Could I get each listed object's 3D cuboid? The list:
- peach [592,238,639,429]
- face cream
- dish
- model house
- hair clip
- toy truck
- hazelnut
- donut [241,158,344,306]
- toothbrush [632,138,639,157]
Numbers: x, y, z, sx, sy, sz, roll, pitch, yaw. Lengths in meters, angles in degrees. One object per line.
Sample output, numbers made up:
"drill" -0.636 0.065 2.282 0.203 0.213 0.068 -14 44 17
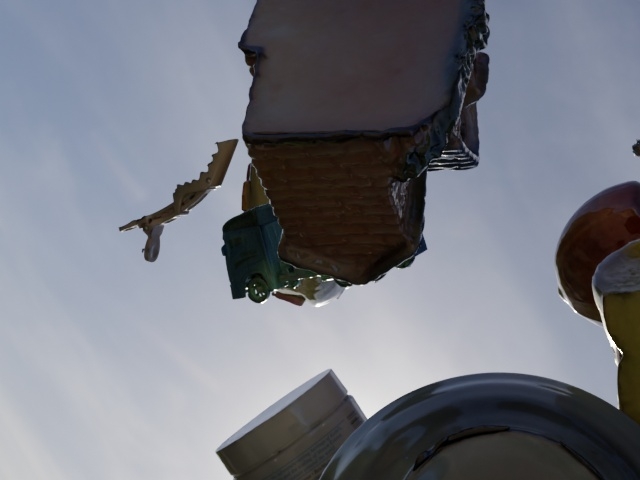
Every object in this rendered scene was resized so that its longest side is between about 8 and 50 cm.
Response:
"peach" 0.445 0.094 1.009 0.380 0.306 0.243 -12 -83 19
"face cream" -0.015 0.265 1.410 0.153 0.177 0.177 55 -27 0
"dish" 0.137 0.233 0.869 0.316 0.316 0.106 49 -11 20
"model house" 0.037 -0.072 0.816 0.166 0.183 0.172 1 -42 16
"hair clip" -0.184 -0.055 1.623 0.226 0.034 0.072 -38 -102 19
"toy truck" 0.000 0.000 0.972 0.175 0.067 0.081 -11 -84 32
"hazelnut" 0.411 0.029 1.549 0.214 0.214 0.176 65 17 -11
"donut" -0.016 -0.066 1.612 0.150 0.307 0.371 6 -23 6
"toothbrush" 0.667 -0.110 1.712 0.413 0.042 0.035 10 -67 14
